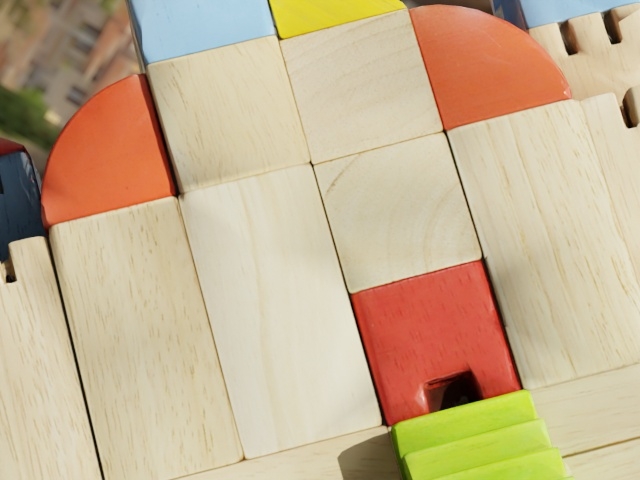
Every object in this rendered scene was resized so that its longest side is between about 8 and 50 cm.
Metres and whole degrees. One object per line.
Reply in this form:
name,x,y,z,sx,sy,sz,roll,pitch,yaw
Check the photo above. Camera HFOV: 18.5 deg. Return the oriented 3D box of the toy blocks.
toy blocks,0.000,0.000,0.718,0.191,0.381,0.261,93,-18,-74
